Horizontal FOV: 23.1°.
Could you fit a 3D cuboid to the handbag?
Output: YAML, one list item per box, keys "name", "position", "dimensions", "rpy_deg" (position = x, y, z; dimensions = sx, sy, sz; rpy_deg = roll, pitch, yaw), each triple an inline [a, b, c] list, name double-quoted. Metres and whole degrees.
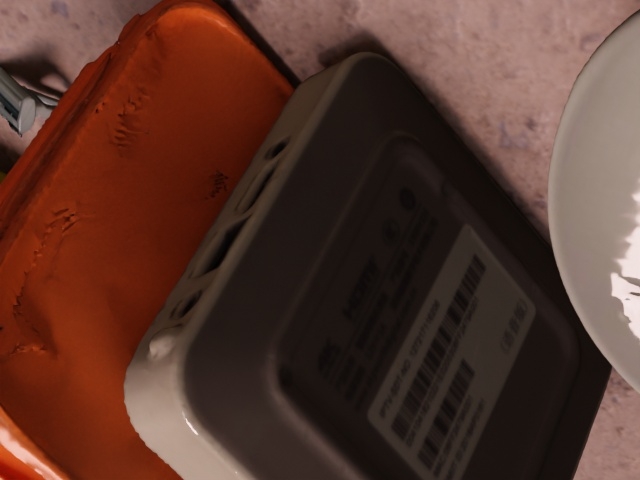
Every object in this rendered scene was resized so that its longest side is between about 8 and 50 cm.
- name: "handbag"
  position: [-0.110, 0.036, 1.174]
  dimensions: [0.303, 0.410, 0.116]
  rpy_deg: [43, 140, -19]

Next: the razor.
- name: "razor"
  position: [-0.188, -0.051, 1.417]
  dimensions: [0.278, 0.056, 0.111]
  rpy_deg: [48, 175, -33]

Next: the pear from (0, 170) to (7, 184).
- name: "pear"
  position: [-0.318, 0.085, 1.477]
  dimensions: [0.375, 0.287, 0.287]
  rpy_deg: [17, 143, -14]

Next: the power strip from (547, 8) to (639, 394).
- name: "power strip"
  position: [0.324, -0.039, 0.975]
  dimensions: [0.358, 0.161, 0.357]
  rpy_deg: [17, 123, 28]

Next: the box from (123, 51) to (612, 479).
- name: "box"
  position: [0.060, 0.092, 1.176]
  dimensions: [0.090, 0.367, 0.373]
  rpy_deg: [-17, 125, 43]
